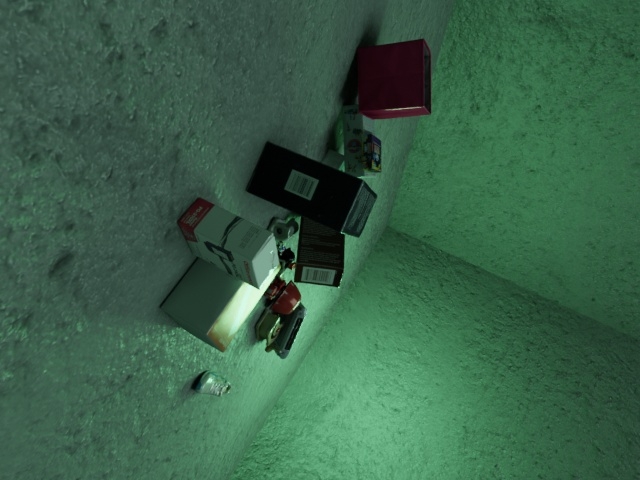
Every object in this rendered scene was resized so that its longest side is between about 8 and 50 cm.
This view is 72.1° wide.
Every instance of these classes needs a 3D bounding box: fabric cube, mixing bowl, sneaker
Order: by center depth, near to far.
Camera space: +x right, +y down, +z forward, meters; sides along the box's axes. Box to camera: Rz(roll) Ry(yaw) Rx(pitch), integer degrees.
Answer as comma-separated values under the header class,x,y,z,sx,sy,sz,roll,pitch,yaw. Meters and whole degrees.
class,x,y,z,sx,sy,sz,roll,pitch,yaw
fabric cube,0.306,-0.641,1.783,0.254,0.259,0.258,-24,113,-67
sneaker,-0.436,0.592,1.801,0.087,0.092,0.228,-61,164,-6
mixing bowl,-0.156,0.288,2.127,0.181,0.098,0.181,-53,-177,4

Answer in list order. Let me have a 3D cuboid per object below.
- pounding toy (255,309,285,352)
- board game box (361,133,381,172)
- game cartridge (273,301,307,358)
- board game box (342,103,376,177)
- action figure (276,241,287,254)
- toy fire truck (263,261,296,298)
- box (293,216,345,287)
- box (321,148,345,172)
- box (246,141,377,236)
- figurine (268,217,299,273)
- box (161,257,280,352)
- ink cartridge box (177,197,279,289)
class,x,y,z,sx,sy,sz,roll,pitch,yaw
pounding toy,-0.219,0.454,2.191,0.154,0.155,0.269,-51,163,-32
board game box,0.217,-0.362,1.847,0.170,0.048,0.140,-10,101,-69
game cartridge,-0.174,0.443,2.302,0.296,0.062,0.198,-66,-156,9
board game box,0.175,-0.427,1.938,0.224,0.098,0.302,-20,108,-68
action figure,-0.167,0.036,1.905,0.038,0.030,0.115,-54,157,-17
toy fire truck,-0.186,0.178,2.045,0.192,0.047,0.135,-37,149,-59
box,0.000,0.000,1.827,0.143,0.191,0.381,101,-5,-49
box,0.051,-0.267,2.027,0.169,0.087,0.290,-60,165,-16
box,-0.013,-0.158,1.482,0.178,0.344,0.312,-67,165,4
figurine,-0.144,0.012,1.788,0.209,0.093,0.214,-26,126,-75
box,-0.292,0.138,1.368,0.345,0.169,0.215,-57,164,-23
ink cartridge box,-0.242,0.011,1.186,0.100,0.237,0.171,-57,164,-27
